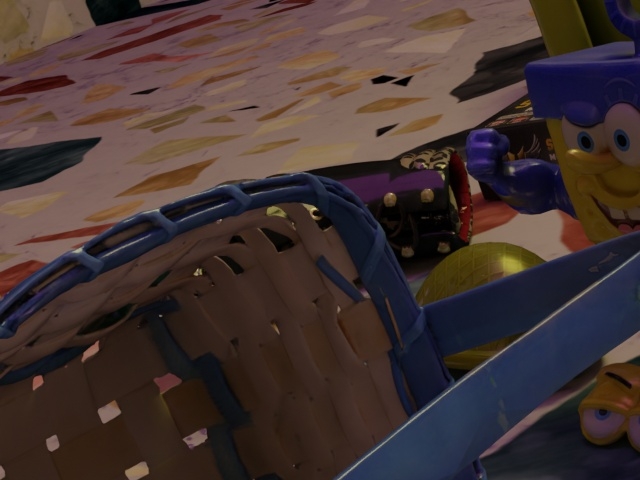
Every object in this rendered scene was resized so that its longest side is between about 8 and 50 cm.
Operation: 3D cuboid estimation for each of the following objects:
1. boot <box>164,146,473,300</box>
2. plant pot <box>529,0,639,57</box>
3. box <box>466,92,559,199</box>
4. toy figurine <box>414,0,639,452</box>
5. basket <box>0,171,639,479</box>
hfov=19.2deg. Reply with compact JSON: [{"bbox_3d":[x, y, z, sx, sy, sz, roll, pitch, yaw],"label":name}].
[{"bbox_3d":[0.000,-0.002,1.242,0.179,0.085,0.236,-10,15,15],"label":"boot"},{"bbox_3d":[0.273,-0.237,1.564,0.207,0.228,0.227,-20,11,13],"label":"plant pot"},{"bbox_3d":[0.250,-0.094,1.370,0.231,0.056,0.183,-5,19,37],"label":"box"},{"bbox_3d":[0.171,-0.038,0.923,0.191,0.217,0.362,-24,17,-28],"label":"toy figurine"},{"bbox_3d":[-0.031,0.084,0.711,0.289,0.201,0.255,-16,10,45],"label":"basket"}]
